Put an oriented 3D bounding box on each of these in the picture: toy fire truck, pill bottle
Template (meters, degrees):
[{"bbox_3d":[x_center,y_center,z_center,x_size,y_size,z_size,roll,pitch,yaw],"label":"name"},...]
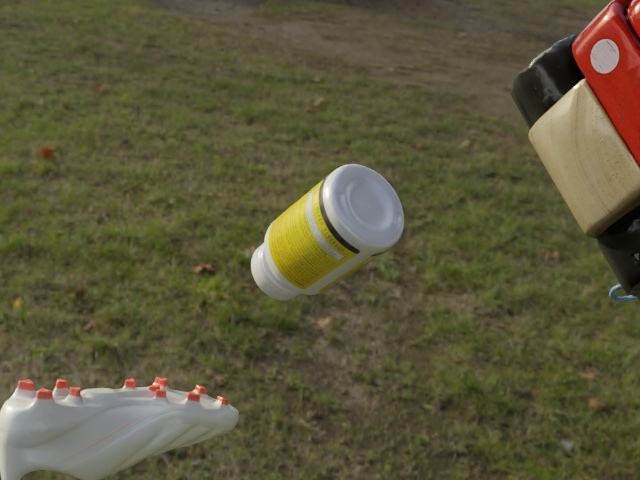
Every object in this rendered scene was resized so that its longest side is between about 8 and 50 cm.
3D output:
[{"bbox_3d":[0.247,-0.077,0.369,0.217,0.246,0.159,-10,65,-35],"label":"toy fire truck"},{"bbox_3d":[0.000,0.000,0.611,0.065,0.116,0.065,20,54,-29],"label":"pill bottle"}]

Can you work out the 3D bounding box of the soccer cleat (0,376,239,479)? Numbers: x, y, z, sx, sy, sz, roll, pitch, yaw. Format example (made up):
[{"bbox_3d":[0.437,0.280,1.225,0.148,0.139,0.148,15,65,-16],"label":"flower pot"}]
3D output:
[{"bbox_3d":[-0.152,0.148,0.664,0.196,0.076,0.068,8,2,-40],"label":"soccer cleat"}]

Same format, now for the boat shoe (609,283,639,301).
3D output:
[{"bbox_3d":[0.315,0.027,0.732,0.109,0.089,0.258,39,31,28],"label":"boat shoe"}]
